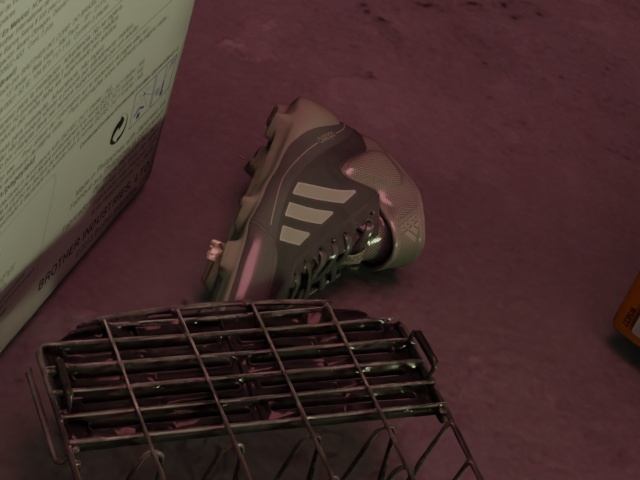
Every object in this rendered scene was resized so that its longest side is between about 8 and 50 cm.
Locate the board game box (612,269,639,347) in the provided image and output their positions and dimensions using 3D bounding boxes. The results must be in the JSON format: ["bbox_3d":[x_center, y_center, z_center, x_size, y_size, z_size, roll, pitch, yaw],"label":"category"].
[{"bbox_3d":[0.444,-0.042,0.904,0.356,0.356,0.356,38,40,21],"label":"board game box"}]

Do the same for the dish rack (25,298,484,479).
[{"bbox_3d":[-0.010,0.139,0.725,0.208,0.074,0.271,-2,46,-27],"label":"dish rack"}]

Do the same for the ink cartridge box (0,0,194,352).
[{"bbox_3d":[-0.149,-0.139,0.730,0.151,0.395,0.270,26,39,6],"label":"ink cartridge box"}]

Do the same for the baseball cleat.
[{"bbox_3d":[0.000,0.000,0.895,0.109,0.072,0.206,24,43,-6],"label":"baseball cleat"}]
